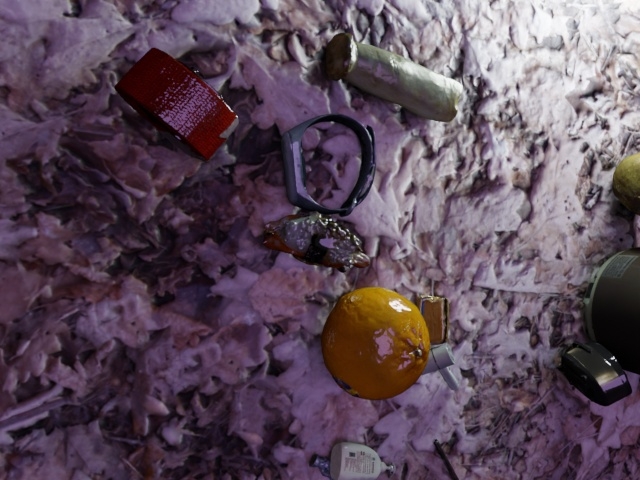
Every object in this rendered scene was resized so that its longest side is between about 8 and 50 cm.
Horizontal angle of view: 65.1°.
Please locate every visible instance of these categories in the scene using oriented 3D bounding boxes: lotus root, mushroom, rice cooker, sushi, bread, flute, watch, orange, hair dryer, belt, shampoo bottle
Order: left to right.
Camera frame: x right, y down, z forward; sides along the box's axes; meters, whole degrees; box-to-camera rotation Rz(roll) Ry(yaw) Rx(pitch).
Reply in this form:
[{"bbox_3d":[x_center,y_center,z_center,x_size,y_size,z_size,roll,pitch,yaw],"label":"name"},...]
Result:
[{"bbox_3d":[-0.244,-0.244,0.891,0.201,0.128,0.124,40,81,-13],"label":"belt"},{"bbox_3d":[0.002,-0.002,0.987,0.226,0.103,0.097,19,69,-18],"label":"sushi"},{"bbox_3d":[0.023,-0.148,1.007,0.193,0.068,0.206,-8,91,-16],"label":"watch"},{"bbox_3d":[0.094,0.465,1.042,0.152,0.045,0.077,17,63,-26],"label":"shampoo bottle"},{"bbox_3d":[0.108,0.199,0.979,0.220,0.193,0.219,7,73,-24],"label":"orange"},{"bbox_3d":[0.152,-0.332,1.040,0.313,0.081,0.099,15,89,-21],"label":"mushroom"},{"bbox_3d":[0.242,0.173,1.087,0.072,0.053,0.105,4,87,6],"label":"bread"},{"bbox_3d":[0.264,0.286,1.094,0.082,0.047,0.137,-26,121,18],"label":"hair dryer"},{"bbox_3d":[0.318,0.560,1.134,0.014,0.014,0.269,-31,99,-14],"label":"flute"},{"bbox_3d":[0.629,0.303,1.150,0.107,0.165,0.112,-31,106,-4],"label":"rice cooker"},{"bbox_3d":[0.789,-0.104,1.150,0.154,0.278,0.153,-3,127,-3],"label":"lotus root"},{"bbox_3d":[0.820,0.166,1.120,0.336,0.325,0.334,0,91,-17],"label":"rice cooker"}]

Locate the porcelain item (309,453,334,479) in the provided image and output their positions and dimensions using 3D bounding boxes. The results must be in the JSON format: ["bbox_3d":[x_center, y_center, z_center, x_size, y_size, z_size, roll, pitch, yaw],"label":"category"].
[{"bbox_3d":[0.016,0.471,1.032,0.083,0.028,0.036,36,78,-16],"label":"porcelain item"}]
